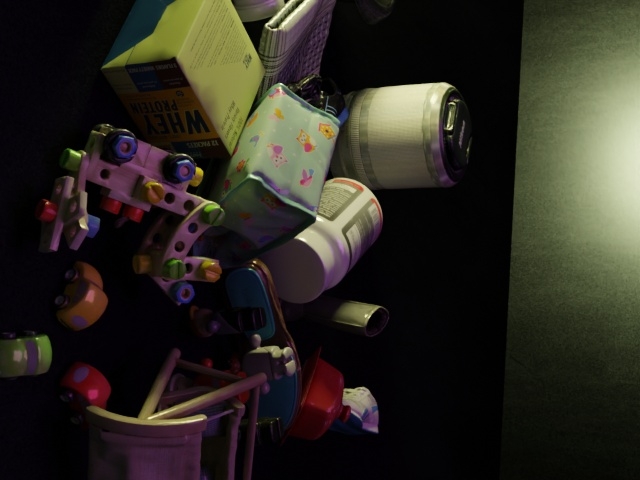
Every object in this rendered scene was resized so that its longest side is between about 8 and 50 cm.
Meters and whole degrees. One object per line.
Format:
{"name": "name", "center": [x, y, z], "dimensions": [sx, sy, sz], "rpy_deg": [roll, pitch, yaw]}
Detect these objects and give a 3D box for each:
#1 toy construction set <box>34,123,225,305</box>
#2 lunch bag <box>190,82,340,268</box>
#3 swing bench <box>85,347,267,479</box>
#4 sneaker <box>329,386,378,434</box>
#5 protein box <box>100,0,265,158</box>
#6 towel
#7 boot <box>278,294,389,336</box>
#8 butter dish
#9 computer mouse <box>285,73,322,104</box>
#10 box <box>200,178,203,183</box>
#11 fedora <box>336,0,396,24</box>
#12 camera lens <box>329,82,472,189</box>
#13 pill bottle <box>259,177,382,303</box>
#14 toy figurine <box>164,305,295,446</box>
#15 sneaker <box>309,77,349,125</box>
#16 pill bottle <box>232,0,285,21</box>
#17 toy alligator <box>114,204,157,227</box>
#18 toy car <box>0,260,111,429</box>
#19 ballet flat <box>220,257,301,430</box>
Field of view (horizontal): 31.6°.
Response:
{"name": "toy construction set", "center": [-0.270, -0.039, 1.606], "dimensions": [0.327, 0.151, 0.215], "rpy_deg": [22, 89, -51]}
{"name": "lunch bag", "center": [-0.108, -0.089, 1.825], "dimensions": [0.160, 0.262, 0.223], "rpy_deg": [32, 50, -20]}
{"name": "swing bench", "center": [-0.212, 0.329, 1.633], "dimensions": [0.254, 0.165, 0.253], "rpy_deg": [-36, 135, -62]}
{"name": "sneaker", "center": [0.062, 0.354, 2.388], "dimensions": [0.228, 0.087, 0.092], "rpy_deg": [44, 43, -66]}
{"name": "protein box", "center": [-0.207, -0.265, 1.755], "dimensions": [0.201, 0.135, 0.200], "rpy_deg": [62, 35, -44]}
{"name": "towel", "center": [-0.044, -0.319, 2.054], "dimensions": [0.324, 0.056, 0.312], "rpy_deg": [-58, 166, -48]}
{"name": "boot", "center": [0.032, 0.127, 2.169], "dimensions": [0.189, 0.208, 0.076], "rpy_deg": [-38, 124, -60]}
{"name": "butter dish", "center": [0.001, 0.310, 2.140], "dimensions": [0.160, 0.118, 0.160], "rpy_deg": [115, -5, -47]}
{"name": "computer mouse", "center": [-0.071, -0.162, 2.018], "dimensions": [0.188, 0.072, 0.272], "rpy_deg": [-42, 143, -62]}
{"name": "box", "center": [-0.183, -0.061, 1.938], "dimensions": [0.067, 0.018, 0.083], "rpy_deg": [8, 81, -65]}
{"name": "fedora", "center": [0.047, -0.603, 2.297], "dimensions": [0.334, 0.152, 0.334], "rpy_deg": [-1, 90, -65]}
{"name": "camera lens", "center": [0.172, -0.219, 2.407], "dimensions": [0.219, 0.274, 0.220], "rpy_deg": [-1, 90, -65]}
{"name": "pill bottle", "center": [0.000, 0.000, 2.163], "dimensions": [0.283, 0.161, 0.161], "rpy_deg": [-45, 129, -57]}
{"name": "toy figurine", "center": [-0.151, 0.225, 1.864], "dimensions": [0.213, 0.148, 0.210], "rpy_deg": [56, 34, -46]}
{"name": "sneaker", "center": [-0.008, -0.238, 2.263], "dimensions": [0.090, 0.081, 0.232], "rpy_deg": [65, 28, -30]}
{"name": "pill bottle", "center": [-0.134, -0.510, 1.911], "dimensions": [0.146, 0.146, 0.264], "rpy_deg": [-54, 137, -52]}
{"name": "toy alligator", "center": [-0.260, -0.080, 1.741], "dimensions": [0.051, 0.056, 0.189], "rpy_deg": [52, 48, 3]}
{"name": "toy car", "center": [-0.353, 0.150, 1.520], "dimensions": [0.225, 0.053, 0.239], "rpy_deg": [-4, 92, -65]}
{"name": "ballet flat", "center": [-0.103, 0.173, 2.028], "dimensions": [0.124, 0.116, 0.343], "rpy_deg": [-80, 157, -68]}
